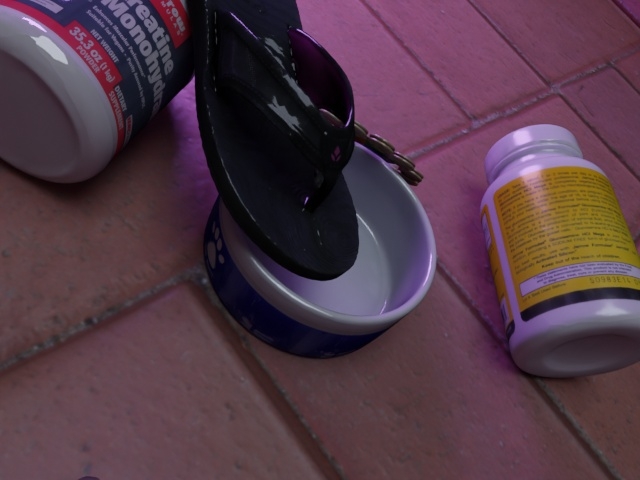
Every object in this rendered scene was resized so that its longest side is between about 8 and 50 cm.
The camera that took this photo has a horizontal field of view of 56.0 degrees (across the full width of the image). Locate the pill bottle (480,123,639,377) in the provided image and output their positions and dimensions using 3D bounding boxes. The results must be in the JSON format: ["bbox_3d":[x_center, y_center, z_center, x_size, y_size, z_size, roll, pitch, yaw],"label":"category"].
[{"bbox_3d":[0.332,0.005,0.846,0.187,0.188,0.334,13,54,-22],"label":"pill bottle"}]

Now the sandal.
[{"bbox_3d":[-0.048,-0.177,0.625,0.167,0.107,0.446,-5,74,-42],"label":"sandal"}]

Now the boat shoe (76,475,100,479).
[{"bbox_3d":[-0.144,0.324,0.406,0.096,0.117,0.324,-17,62,-34],"label":"boat shoe"}]

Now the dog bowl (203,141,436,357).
[{"bbox_3d":[0.000,0.000,0.717,0.264,0.104,0.265,15,52,-20],"label":"dog bowl"}]

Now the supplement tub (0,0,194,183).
[{"bbox_3d":[-0.249,-0.211,0.663,0.191,0.191,0.272,32,49,-6],"label":"supplement tub"}]

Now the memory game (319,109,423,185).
[{"bbox_3d":[0.057,-0.126,0.811,0.186,0.186,0.012,32,89,-6],"label":"memory game"}]
